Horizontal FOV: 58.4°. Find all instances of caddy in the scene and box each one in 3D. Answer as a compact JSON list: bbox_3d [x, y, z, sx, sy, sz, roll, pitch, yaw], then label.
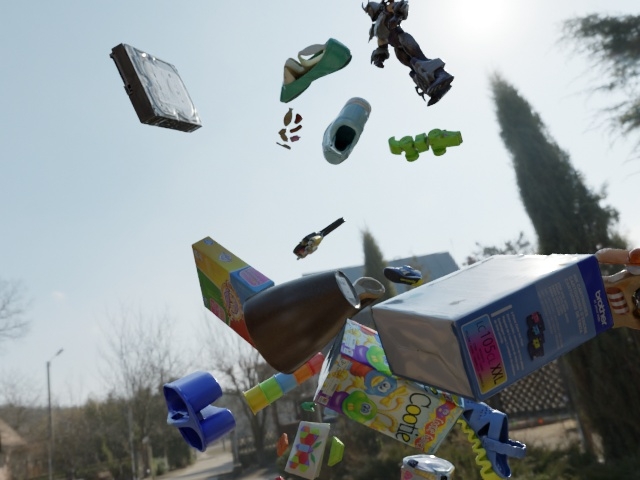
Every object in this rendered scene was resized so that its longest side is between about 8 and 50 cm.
[{"bbox_3d":[-0.437,0.588,1.961,0.179,0.241,0.341,-23,1,-29],"label":"caddy"}]

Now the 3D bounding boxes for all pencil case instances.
[{"bbox_3d":[0.234,0.625,1.285,0.113,0.273,0.124,7,0,-35],"label":"pencil case"}]

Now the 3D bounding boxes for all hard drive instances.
[{"bbox_3d":[-0.502,-0.465,1.790,0.064,0.237,0.339,-25,-1,14],"label":"hard drive"}]

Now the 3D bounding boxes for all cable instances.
[{"bbox_3d":[0.000,0.000,2.175,0.287,0.072,0.139,-27,-17,-49],"label":"cable"}]

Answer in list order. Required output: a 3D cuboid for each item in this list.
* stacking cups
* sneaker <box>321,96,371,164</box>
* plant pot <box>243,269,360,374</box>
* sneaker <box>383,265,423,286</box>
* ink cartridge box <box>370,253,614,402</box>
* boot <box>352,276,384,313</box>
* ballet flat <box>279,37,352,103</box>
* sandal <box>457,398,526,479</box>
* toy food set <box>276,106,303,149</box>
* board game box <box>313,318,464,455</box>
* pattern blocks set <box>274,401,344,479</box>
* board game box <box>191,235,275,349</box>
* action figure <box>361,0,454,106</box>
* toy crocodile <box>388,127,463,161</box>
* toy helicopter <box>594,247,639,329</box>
[{"bbox_3d":[-0.123,0.507,2.073,0.316,0.096,0.096,-29,-14,-10],"label":"stacking cups"},{"bbox_3d":[0.067,-0.367,2.099,0.135,0.150,0.366,28,-30,0],"label":"sneaker"},{"bbox_3d":[-0.029,0.171,1.373,0.230,0.215,0.215,-33,-23,17],"label":"plant pot"},{"bbox_3d":[0.291,0.119,2.026,0.144,0.059,0.053,16,-48,-5],"label":"sneaker"},{"bbox_3d":[0.338,0.132,1.076,0.395,0.151,0.270,-21,8,-24],"label":"ink cartridge box"},{"bbox_3d":[0.095,0.229,1.953,0.248,0.090,0.207,-11,-36,-50],"label":"boot"},{"bbox_3d":[-0.035,-0.414,1.370,0.247,0.083,0.087,-19,-46,43],"label":"ballet flat"},{"bbox_3d":[0.478,0.526,1.636,0.138,0.317,0.126,-41,-28,28],"label":"sandal"},{"bbox_3d":[-0.089,-0.347,1.791,0.078,0.122,0.019,27,7,18],"label":"toy food set"},{"bbox_3d":[0.146,0.308,1.219,0.275,0.144,0.142,25,-65,-2],"label":"board game box"},{"bbox_3d":[-0.043,0.682,1.869,0.285,0.325,0.026,-20,-44,35],"label":"pattern blocks set"},{"bbox_3d":[-0.241,0.157,1.644,0.064,0.316,0.242,-29,-49,-33],"label":"board game box"},{"bbox_3d":[0.180,-0.434,1.270,0.099,0.285,0.185,-34,-13,-12],"label":"action figure"},{"bbox_3d":[0.462,-0.437,2.550,0.340,0.105,0.115,-8,-41,28],"label":"toy crocodile"},{"bbox_3d":[0.651,0.101,1.280,0.355,0.140,0.235,9,-49,16],"label":"toy helicopter"}]
